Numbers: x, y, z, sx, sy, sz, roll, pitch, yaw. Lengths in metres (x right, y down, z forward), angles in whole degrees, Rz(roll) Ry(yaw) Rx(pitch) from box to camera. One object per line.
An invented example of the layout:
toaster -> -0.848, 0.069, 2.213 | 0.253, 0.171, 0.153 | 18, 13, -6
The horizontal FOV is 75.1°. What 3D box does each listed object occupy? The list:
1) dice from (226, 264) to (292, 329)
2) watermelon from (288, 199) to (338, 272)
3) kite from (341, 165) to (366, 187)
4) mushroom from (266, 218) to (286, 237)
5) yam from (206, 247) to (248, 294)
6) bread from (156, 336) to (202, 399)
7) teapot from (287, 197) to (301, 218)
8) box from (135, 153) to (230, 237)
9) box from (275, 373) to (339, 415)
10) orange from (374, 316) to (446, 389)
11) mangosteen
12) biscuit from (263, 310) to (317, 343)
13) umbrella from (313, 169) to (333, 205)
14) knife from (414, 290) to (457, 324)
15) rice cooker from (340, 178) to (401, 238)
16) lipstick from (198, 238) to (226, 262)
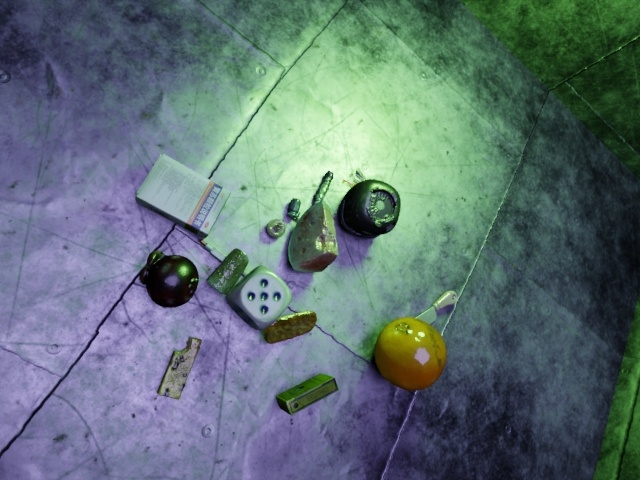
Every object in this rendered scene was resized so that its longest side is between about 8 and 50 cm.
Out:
dice -> -0.239, 0.224, 1.627 | 0.194, 0.193, 0.192 | 47, 68, -10
watermelon -> 0.000, 0.000, 1.770 | 0.148, 0.226, 0.319 | 29, 80, -44
kite -> 0.181, -0.240, 1.993 | 0.183, 0.014, 0.242 | 25, 73, -16
mushroom -> -0.183, -0.054, 1.765 | 0.085, 0.079, 0.085 | 4, 81, -25
yam -> -0.362, 0.125, 1.642 | 0.107, 0.107, 0.183 | 41, 66, -11
bread -> -0.519, 0.466, 1.541 | 0.087, 0.049, 0.226 | 23, 71, -18
teapot -> -0.115, -0.140, 1.834 | 0.049, 0.063, 0.084 | 12, 76, 12
box -> -0.532, -0.170, 1.624 | 0.299, 0.106, 0.200 | 30, 70, -17
box -> -0.054, 0.610, 1.662 | 0.219, 0.141, 0.064 | -21, 89, -24
orange -> 0.385, 0.486, 1.787 | 0.311, 0.312, 0.313 | 4, 78, -22
mangosteen -> -0.547, 0.146, 1.518 | 0.209, 0.209, 0.210 | 4, 78, -22
biscuit -> -0.121, 0.353, 1.709 | 0.246, 0.029, 0.119 | -8, 121, -32
umbrella -> 0.013, -0.234, 1.905 | 0.046, 0.050, 0.189 | 35, 66, -35
knife -> 0.540, 0.354, 2.030 | 0.335, 0.043, 0.081 | -31, 99, -19
rice cooker -> 0.226, -0.140, 1.873 | 0.266, 0.224, 0.268 | 1, 87, -23
lipstick -> -0.436, 0.037, 1.667 | 0.129, 0.030, 0.030 | 40, 68, -12
